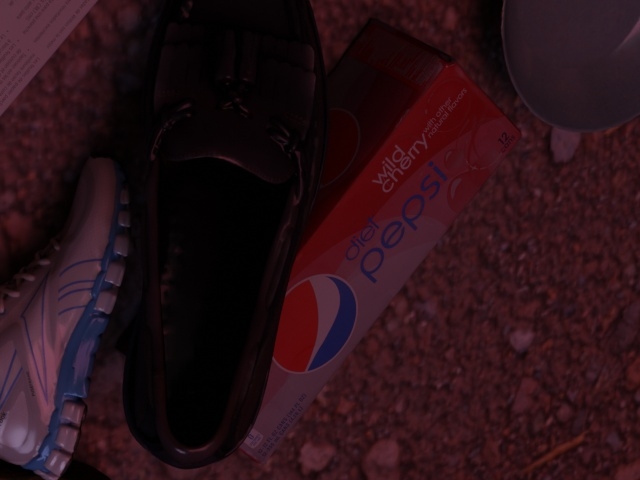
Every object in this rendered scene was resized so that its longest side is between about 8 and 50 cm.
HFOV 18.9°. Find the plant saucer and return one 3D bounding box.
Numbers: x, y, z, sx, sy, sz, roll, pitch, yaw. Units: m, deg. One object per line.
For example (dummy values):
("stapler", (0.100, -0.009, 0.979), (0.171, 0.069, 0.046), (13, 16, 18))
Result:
("plant saucer", (0.184, -0.168, 1.260), (0.195, 0.037, 0.195), (-17, 122, -30))

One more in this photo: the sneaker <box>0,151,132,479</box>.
("sneaker", (-0.161, 0.039, 1.087), (0.083, 0.071, 0.190), (15, 92, -12))

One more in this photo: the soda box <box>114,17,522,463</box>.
("soda box", (0.000, 0.000, 1.174), (0.263, 0.083, 0.092), (-52, 132, -4))

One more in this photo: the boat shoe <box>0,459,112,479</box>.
("boat shoe", (-0.187, 0.153, 1.126), (0.152, 0.056, 0.049), (14, 98, -40))

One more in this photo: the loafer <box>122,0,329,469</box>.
("loafer", (-0.051, -0.021, 1.059), (0.109, 0.095, 0.302), (7, 90, -6))

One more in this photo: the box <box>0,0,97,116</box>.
("box", (-0.182, -0.110, 0.996), (0.324, 0.063, 0.067), (-52, 133, -5))
